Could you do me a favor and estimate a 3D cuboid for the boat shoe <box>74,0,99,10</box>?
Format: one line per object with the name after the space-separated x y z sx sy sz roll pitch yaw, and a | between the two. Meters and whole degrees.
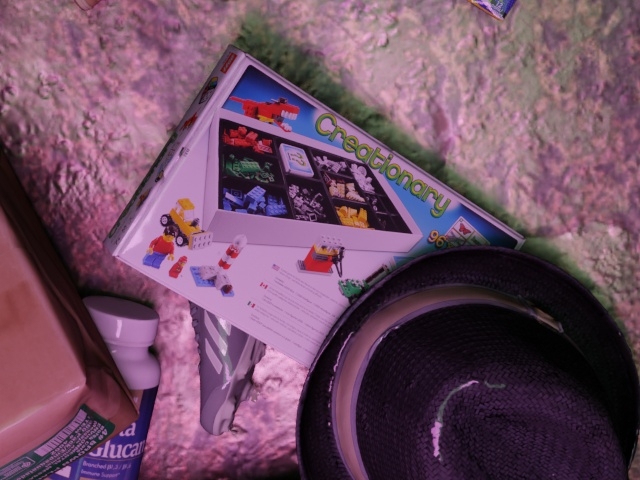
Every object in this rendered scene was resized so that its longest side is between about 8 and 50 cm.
-0.196 -0.270 1.309 0.048 0.056 0.153 -8 93 6 | boat shoe

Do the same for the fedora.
0.149 0.172 1.293 0.334 0.152 0.334 -6 108 -18 | fedora

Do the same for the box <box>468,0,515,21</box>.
0.094 -0.249 1.308 0.169 0.059 0.054 32 100 -5 | box

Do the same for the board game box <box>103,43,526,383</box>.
0.000 0.000 1.304 0.305 0.053 0.193 32 93 -24 | board game box

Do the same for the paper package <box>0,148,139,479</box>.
-0.362 0.088 1.253 0.325 0.168 0.309 -31 74 -1 | paper package

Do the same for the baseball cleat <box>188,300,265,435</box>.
-0.092 0.063 1.371 0.109 0.072 0.205 18 96 11 | baseball cleat

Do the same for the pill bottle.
-0.191 0.138 1.362 0.094 0.094 0.169 13 100 -2 | pill bottle
